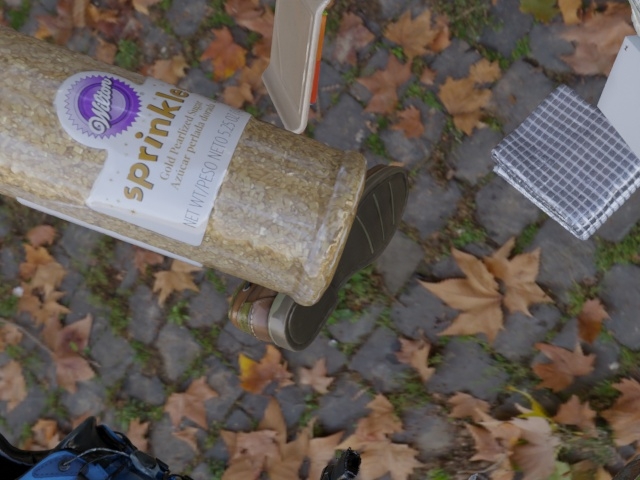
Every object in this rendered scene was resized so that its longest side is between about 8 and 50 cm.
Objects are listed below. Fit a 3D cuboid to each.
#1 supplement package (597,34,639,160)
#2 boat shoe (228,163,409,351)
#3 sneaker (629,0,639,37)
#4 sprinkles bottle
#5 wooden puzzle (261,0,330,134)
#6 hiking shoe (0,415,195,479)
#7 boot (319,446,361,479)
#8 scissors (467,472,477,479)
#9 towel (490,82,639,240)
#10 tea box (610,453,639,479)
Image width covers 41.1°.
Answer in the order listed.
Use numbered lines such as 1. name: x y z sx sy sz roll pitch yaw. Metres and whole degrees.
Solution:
1. supplement package: 0.603 -0.227 1.382 0.203 0.149 0.194 -10 51 -14
2. boat shoe: 0.000 0.000 1.064 0.104 0.111 0.307 14 46 34
3. sneaker: 0.300 -0.216 0.700 0.283 0.122 0.110 45 103 -4
4. sprinkles bottle: -0.150 -0.065 0.608 0.355 0.121 0.121 20 86 -4
5. wooden puzzle: -0.036 -0.324 1.384 0.221 0.044 0.239 -115 31 -48
6. hiking shoe: -0.129 0.182 0.548 0.303 0.113 0.132 -3 97 11
7. boot: 0.034 0.459 1.618 0.099 0.045 0.121 -45 20 42
8. scissors: 0.220 0.509 1.512 0.109 0.021 0.297 40 124 0
9. towel: 0.526 -0.173 1.803 0.235 0.121 0.284 -48 63 6
10. tea box: 0.691 0.528 1.585 0.220 0.323 0.329 58 142 7
